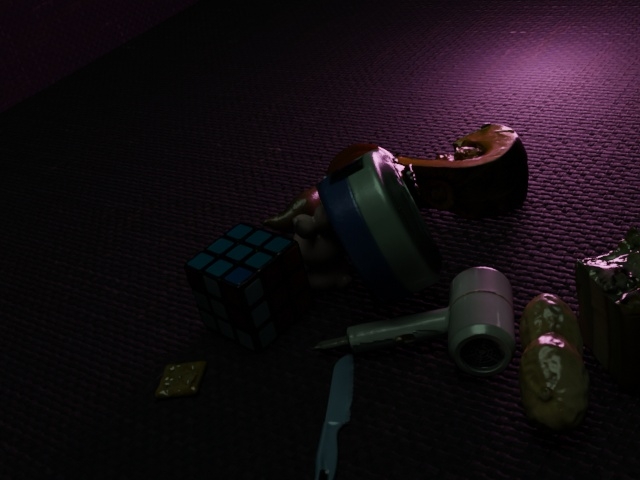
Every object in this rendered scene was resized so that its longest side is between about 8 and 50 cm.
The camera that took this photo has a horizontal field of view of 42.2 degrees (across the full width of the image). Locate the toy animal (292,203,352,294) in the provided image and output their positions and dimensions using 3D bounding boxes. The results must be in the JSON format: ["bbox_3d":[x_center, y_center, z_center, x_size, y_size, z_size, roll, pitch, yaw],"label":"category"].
[{"bbox_3d":[-0.001,-0.001,1.577,0.124,0.212,0.124,-6,38,5],"label":"toy animal"}]

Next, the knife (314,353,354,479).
[{"bbox_3d":[0.025,0.281,1.308,0.044,0.019,0.313,-1,33,9],"label":"knife"}]

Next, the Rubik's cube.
[{"bbox_3d":[-0.130,0.084,1.543,0.162,0.163,0.160,20,46,38],"label":"Rubik's cube"}]

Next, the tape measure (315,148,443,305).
[{"bbox_3d":[0.104,-0.026,1.422,0.138,0.259,0.262,-29,0,6],"label":"tape measure"}]

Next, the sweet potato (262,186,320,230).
[{"bbox_3d":[-0.020,-0.086,1.853,0.249,0.059,0.069,-36,0,-32],"label":"sweet potato"}]

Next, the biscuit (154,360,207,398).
[{"bbox_3d":[-0.248,0.246,1.474,0.081,0.018,0.083,-8,32,13],"label":"biscuit"}]

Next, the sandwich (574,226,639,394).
[{"bbox_3d":[0.515,0.085,1.230,0.227,0.198,0.155,-18,32,-4],"label":"sandwich"}]

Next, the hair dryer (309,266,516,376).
[{"bbox_3d":[0.146,0.160,1.391,0.357,0.107,0.173,-14,28,19],"label":"hair dryer"}]

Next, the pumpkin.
[{"bbox_3d":[0.296,-0.151,1.747,0.280,0.139,0.190,10,42,31],"label":"pumpkin"}]

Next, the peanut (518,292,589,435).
[{"bbox_3d":[0.348,0.178,1.241,0.101,0.117,0.263,4,32,12],"label":"peanut"}]

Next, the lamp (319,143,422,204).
[{"bbox_3d":[0.101,-0.086,1.653,0.196,0.223,0.223,-21,31,11],"label":"lamp"}]
